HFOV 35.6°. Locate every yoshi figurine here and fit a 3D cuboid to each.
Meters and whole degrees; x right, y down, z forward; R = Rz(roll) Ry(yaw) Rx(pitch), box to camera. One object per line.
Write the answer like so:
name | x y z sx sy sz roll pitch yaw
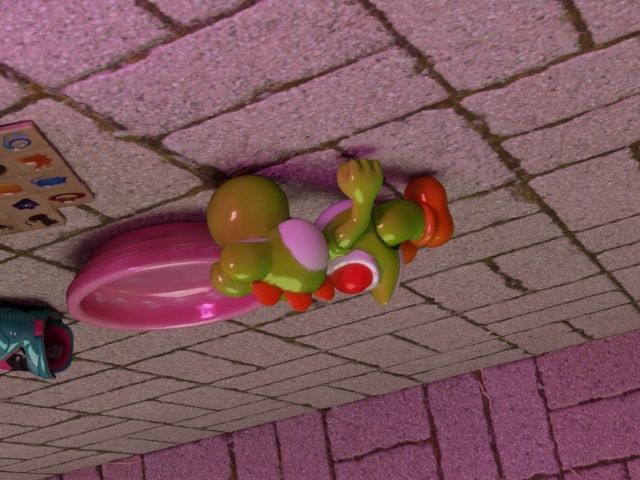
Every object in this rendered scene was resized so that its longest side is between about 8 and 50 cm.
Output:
yoshi figurine | -0.006 -0.028 1.354 0.362 0.203 0.203 -12 -154 -39

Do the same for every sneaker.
sneaker | -0.520 0.192 1.727 0.179 0.123 0.295 6 155 -15

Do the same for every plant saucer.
plant saucer | -0.221 0.054 1.529 0.332 0.084 0.332 -8 161 -3

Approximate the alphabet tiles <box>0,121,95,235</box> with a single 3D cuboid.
alphabet tiles | -0.443 -0.066 1.199 0.285 0.011 0.342 -11 160 2
